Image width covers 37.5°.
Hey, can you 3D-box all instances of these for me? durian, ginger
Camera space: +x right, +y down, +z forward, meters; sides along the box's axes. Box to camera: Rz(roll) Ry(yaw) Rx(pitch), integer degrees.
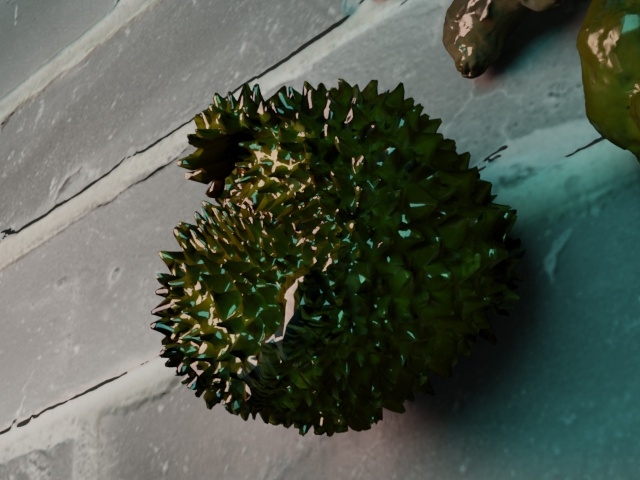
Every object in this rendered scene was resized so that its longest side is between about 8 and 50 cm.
[{"bbox_3d":[0.001,0.011,0.675,0.293,0.258,0.258,7,76,54],"label":"durian"},{"bbox_3d":[0.187,-0.252,0.716,0.290,0.084,0.122,-54,52,11],"label":"ginger"}]

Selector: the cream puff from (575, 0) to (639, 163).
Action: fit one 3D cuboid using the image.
[{"bbox_3d":[0.265,-0.128,0.521,0.282,0.185,0.282,-22,56,38],"label":"cream puff"}]
